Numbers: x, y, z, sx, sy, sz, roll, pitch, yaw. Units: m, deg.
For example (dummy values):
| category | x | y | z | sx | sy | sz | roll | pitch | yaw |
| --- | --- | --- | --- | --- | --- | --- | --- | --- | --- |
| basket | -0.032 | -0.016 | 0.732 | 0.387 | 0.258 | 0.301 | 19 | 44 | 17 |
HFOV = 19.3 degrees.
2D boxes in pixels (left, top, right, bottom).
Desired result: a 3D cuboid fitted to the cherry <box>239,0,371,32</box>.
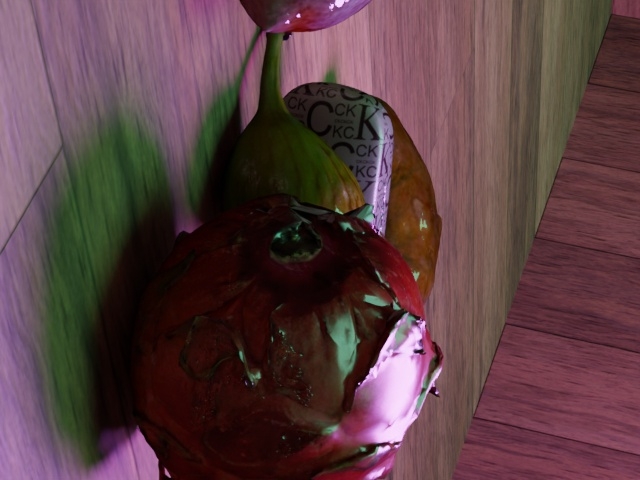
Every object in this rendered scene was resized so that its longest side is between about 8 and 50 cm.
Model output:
| category | x | y | z | sx | sy | sz | roll | pitch | yaw |
| --- | --- | --- | --- | --- | --- | --- | --- | --- | --- |
| cherry | -0.007 | -0.288 | 1.756 | 0.192 | 0.175 | 0.249 | 101 | 11 | -58 |

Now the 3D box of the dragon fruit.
| category | x | y | z | sx | sy | sz | roll | pitch | yaw |
| --- | --- | --- | --- | --- | --- | --- | --- | --- | --- |
| dragon fruit | -0.037 | 0.110 | 1.744 | 0.301 | 0.296 | 0.295 | 104 | 9 | -46 |

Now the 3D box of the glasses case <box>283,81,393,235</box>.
| category | x | y | z | sx | sy | sz | roll | pitch | yaw |
| --- | --- | --- | --- | --- | --- | --- | --- | --- | --- |
| glasses case | 0.000 | 0.000 | 2.067 | 0.085 | 0.137 | 0.354 | -46 | 145 | -63 |

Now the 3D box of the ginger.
| category | x | y | z | sx | sy | sz | roll | pitch | yaw |
| --- | --- | --- | --- | --- | --- | --- | --- | --- | --- |
| ginger | 0.059 | -0.013 | 2.237 | 0.172 | 0.165 | 0.321 | 16 | 70 | -48 |

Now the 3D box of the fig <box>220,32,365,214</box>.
| category | x | y | z | sx | sy | sz | roll | pitch | yaw |
| --- | --- | --- | --- | --- | --- | --- | --- | --- | --- |
| fig | -0.029 | -0.096 | 1.902 | 0.151 | 0.151 | 0.259 | -12 | 99 | -74 |
